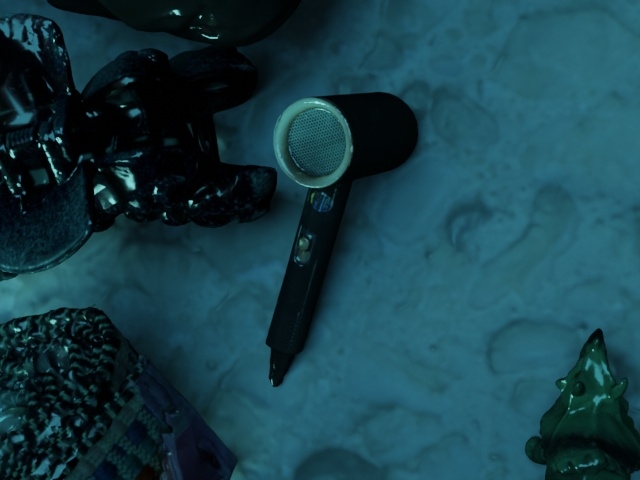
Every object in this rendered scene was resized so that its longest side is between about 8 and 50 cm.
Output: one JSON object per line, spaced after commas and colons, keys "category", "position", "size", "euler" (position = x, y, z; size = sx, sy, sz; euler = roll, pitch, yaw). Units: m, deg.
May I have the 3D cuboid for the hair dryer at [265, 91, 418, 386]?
{"category": "hair dryer", "position": [0.000, 0.000, 0.952], "size": [0.070, 0.128, 0.256], "euler": [26, 113, 23]}

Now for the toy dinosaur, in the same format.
{"category": "toy dinosaur", "position": [0.195, 0.208, 0.872], "size": [0.079, 0.120, 0.292], "euler": [1, 108, 5]}

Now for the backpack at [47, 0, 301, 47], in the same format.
{"category": "backpack", "position": [-0.184, -0.341, 0.936], "size": [0.445, 0.255, 0.363], "euler": [11, 59, 27]}

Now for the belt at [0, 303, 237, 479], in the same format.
{"category": "belt", "position": [-0.237, 0.184, 0.941], "size": [0.295, 0.160, 0.207], "euler": [-35, 45, -1]}

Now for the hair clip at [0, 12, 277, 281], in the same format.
{"category": "hair clip", "position": [-0.196, -0.061, 0.943], "size": [0.310, 0.206, 0.195], "euler": [-15, 79, 14]}
